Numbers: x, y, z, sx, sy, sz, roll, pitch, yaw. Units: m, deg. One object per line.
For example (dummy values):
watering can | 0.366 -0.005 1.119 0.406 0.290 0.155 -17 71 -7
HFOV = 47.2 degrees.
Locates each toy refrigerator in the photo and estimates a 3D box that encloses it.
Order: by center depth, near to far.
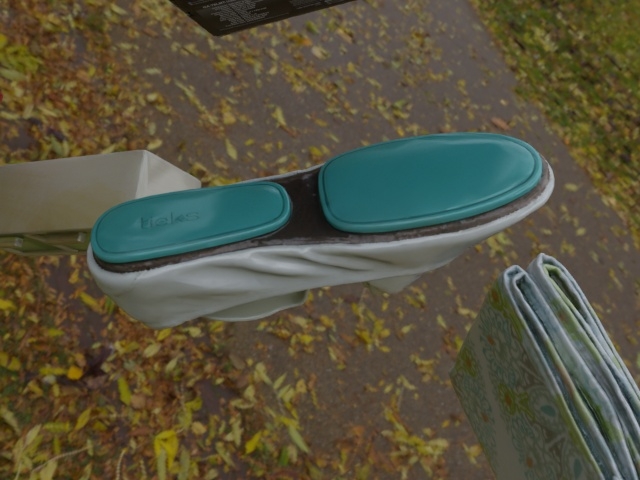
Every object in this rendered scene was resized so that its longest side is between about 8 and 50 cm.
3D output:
toy refrigerator | -0.280 -0.032 0.839 0.102 0.270 0.094 31 62 -59

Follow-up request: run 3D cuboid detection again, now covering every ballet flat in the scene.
ballet flat | 0.000 0.000 0.653 0.400 0.139 0.139 -11 49 4

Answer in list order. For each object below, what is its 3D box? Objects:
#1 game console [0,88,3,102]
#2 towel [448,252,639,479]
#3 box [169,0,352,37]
game console | -0.504 -0.164 0.661 0.387 0.060 0.342 12 3 -28
towel | 0.285 0.233 0.912 0.090 0.374 0.320 -14 60 -11
box | -0.024 -0.269 0.559 0.293 0.296 0.073 19 64 -68
